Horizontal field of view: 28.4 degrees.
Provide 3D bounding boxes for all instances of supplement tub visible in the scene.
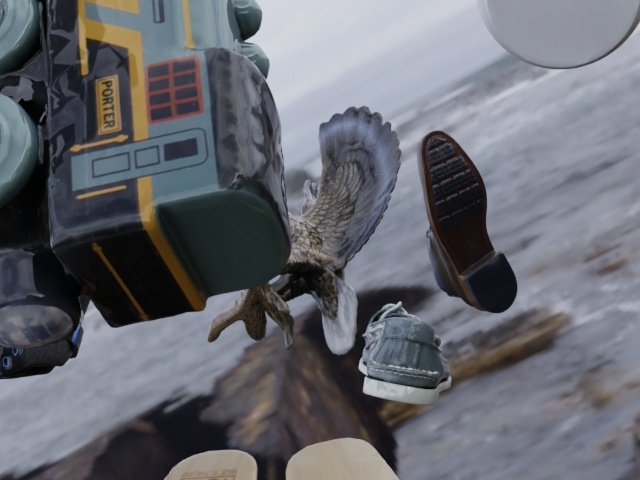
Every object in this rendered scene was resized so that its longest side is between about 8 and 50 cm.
[{"bbox_3d":[0.326,-0.359,1.712,0.228,0.228,0.316,-27,12,18],"label":"supplement tub"}]

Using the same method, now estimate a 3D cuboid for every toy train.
[{"bbox_3d":[-0.123,-0.099,0.703,0.190,0.334,0.142,-11,-32,4],"label":"toy train"}]

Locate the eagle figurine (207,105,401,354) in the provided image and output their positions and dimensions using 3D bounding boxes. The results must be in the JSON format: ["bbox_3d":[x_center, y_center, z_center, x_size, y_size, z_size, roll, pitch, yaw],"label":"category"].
[{"bbox_3d":[-0.006,-0.010,1.611,0.226,0.225,0.298,0,30,41],"label":"eagle figurine"}]

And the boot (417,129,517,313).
[{"bbox_3d":[0.141,-0.019,1.438,0.082,0.219,0.106,-26,12,-23],"label":"boot"}]

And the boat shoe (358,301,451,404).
[{"bbox_3d":[0.106,0.127,1.521,0.116,0.099,0.319,8,3,5],"label":"boat shoe"}]

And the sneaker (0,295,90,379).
[{"bbox_3d":[-0.270,0.044,0.968,0.217,0.121,0.079,20,-28,-37],"label":"sneaker"}]

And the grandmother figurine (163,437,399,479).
[{"bbox_3d":[-0.006,0.271,0.647,0.208,0.342,0.104,-4,23,17],"label":"grandmother figurine"}]
